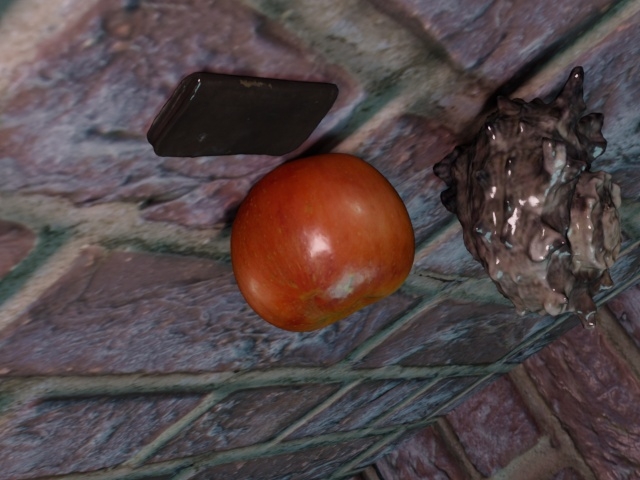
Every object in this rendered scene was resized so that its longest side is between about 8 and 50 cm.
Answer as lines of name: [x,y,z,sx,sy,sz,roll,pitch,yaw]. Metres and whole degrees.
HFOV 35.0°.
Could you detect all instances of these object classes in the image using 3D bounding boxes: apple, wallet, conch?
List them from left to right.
wallet: [-0.056,-0.092,0.759,0.157,0.018,0.082,-7,148,-49]
apple: [0.000,0.000,0.897,0.163,0.139,0.163,-25,172,-4]
conch: [0.227,-0.026,1.012,0.186,0.240,0.313,-19,174,4]
